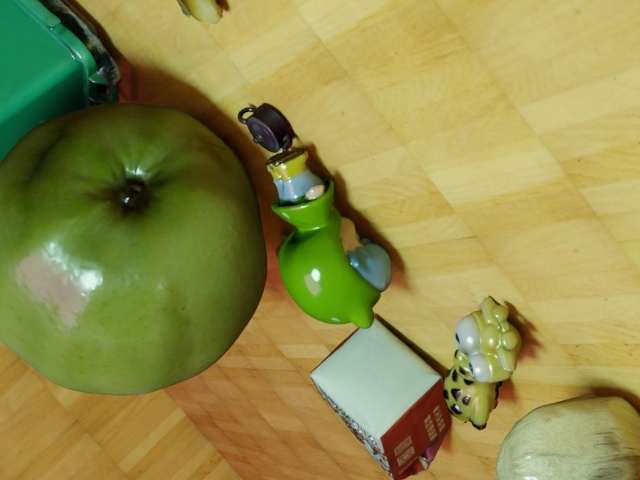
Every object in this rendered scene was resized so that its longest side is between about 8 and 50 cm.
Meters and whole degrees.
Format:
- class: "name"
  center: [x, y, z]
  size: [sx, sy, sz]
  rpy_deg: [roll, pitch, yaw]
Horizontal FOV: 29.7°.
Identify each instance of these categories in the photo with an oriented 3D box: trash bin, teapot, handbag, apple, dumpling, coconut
- class: "trash bin"
  center: [-0.535, -0.225, 1.933]
  size: [0.295, 0.381, 0.259]
  rpy_deg: [44, 161, 7]
- class: "teapot"
  center: [-0.077, -0.151, 1.656]
  size: [0.100, 0.045, 0.067]
  rpy_deg: [35, 155, 26]
- class: "handbag"
  center: [0.106, 0.267, 1.958]
  size: [0.171, 0.151, 0.298]
  rpy_deg: [41, 166, 26]
- class: "apple"
  center: [-0.299, 0.005, 1.833]
  size: [0.474, 0.473, 0.473]
  rpy_deg: [39, 159, 19]
- class: "dumpling"
  center: [-0.052, 0.016, 1.930]
  size: [0.059, 0.043, 0.077]
  rpy_deg: [52, -177, 36]
- class: "coconut"
  center: [0.330, 0.288, 1.474]
  size: [0.224, 0.224, 0.224]
  rpy_deg: [39, 159, 19]

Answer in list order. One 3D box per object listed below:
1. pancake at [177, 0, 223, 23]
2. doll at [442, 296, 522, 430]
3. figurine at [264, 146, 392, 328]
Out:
- class: "pancake"
  center: [-0.246, -0.387, 1.529]
  size: [0.244, 0.057, 0.266]
  rpy_deg: [22, 149, 50]
- class: "doll"
  center: [0.217, 0.174, 1.633]
  size: [0.291, 0.086, 0.117]
  rpy_deg: [98, 156, -63]
- class: "figurine"
  center: [0.000, 0.000, 1.674]
  size: [0.162, 0.143, 0.263]
  rpy_deg: [9, 126, 64]
